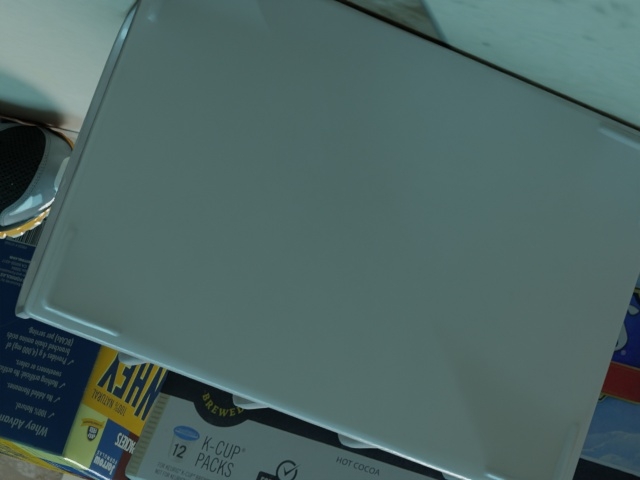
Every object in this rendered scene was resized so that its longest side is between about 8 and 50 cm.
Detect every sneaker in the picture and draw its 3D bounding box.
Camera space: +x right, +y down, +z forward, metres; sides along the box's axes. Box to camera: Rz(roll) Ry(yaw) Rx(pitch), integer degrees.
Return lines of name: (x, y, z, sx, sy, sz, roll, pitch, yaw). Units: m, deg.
sneaker: (-0.258, -0.061, 1.345, 0.215, 0.084, 0.083, 10, 159, 36)

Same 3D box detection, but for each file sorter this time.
file sorter: (0.000, 0.000, 1.002, 0.277, 0.193, 0.173, 22, 170, -13)

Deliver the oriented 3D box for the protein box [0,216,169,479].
protein box: (-0.229, 0.071, 1.569, 0.200, 0.201, 0.136, 13, 166, 22)

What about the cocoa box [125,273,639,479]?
cocoa box: (0.102, 0.125, 1.243, 0.347, 0.228, 0.231, 14, 164, 33)
